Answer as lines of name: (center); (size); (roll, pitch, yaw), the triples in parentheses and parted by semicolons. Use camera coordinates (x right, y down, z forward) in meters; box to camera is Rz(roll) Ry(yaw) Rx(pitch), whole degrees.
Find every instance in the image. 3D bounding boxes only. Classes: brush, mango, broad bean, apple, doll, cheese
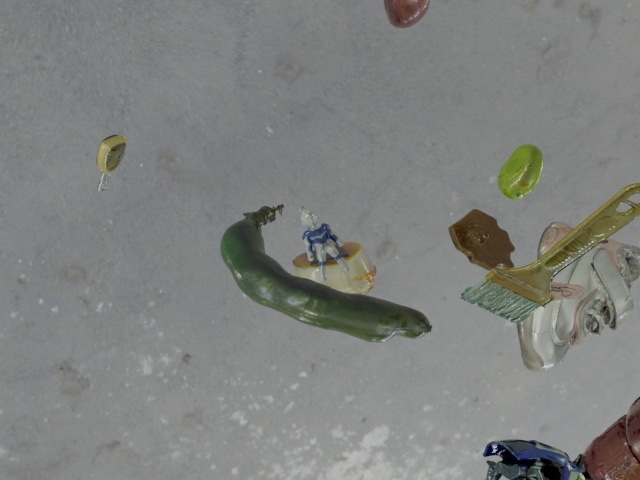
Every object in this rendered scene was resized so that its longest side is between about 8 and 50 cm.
brush: (0.233, 0.018, 0.558); (0.082, 0.010, 0.218); (23, 136, -15)
mango: (0.561, -0.192, 1.600); (0.089, 0.117, 0.163); (25, 95, -25)
broad bean: (-0.019, 0.039, 0.655); (0.144, 0.292, 0.049); (-21, 134, -38)
apple: (0.228, -0.653, 1.536); (0.120, 0.153, 0.153); (-16, 122, 9)
doll: (0.000, 0.000, 1.650); (0.114, 0.057, 0.227); (-23, 85, -15)
cheese: (-0.544, -0.192, 1.468); (0.036, 0.086, 0.162); (33, 123, 4)

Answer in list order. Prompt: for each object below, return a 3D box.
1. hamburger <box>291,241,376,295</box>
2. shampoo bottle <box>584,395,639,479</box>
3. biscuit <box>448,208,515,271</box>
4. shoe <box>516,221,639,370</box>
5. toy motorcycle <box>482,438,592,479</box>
hamburger: (0.043, 0.119, 1.884); (0.294, 0.276, 0.179); (-15, 104, -9)
shampoo bottle: (0.284, 0.099, 0.396); (0.102, 0.064, 0.260); (-26, 149, -46)
biscuit: (0.494, 0.011, 1.721); (0.182, 0.215, 0.034); (-33, 163, -29)
shoe: (0.516, 0.109, 1.147); (0.351, 0.198, 0.172); (-60, 140, -29)
toy motorcycle: (0.186, 0.296, 0.520); (0.169, 0.113, 0.315); (42, 67, 0)
